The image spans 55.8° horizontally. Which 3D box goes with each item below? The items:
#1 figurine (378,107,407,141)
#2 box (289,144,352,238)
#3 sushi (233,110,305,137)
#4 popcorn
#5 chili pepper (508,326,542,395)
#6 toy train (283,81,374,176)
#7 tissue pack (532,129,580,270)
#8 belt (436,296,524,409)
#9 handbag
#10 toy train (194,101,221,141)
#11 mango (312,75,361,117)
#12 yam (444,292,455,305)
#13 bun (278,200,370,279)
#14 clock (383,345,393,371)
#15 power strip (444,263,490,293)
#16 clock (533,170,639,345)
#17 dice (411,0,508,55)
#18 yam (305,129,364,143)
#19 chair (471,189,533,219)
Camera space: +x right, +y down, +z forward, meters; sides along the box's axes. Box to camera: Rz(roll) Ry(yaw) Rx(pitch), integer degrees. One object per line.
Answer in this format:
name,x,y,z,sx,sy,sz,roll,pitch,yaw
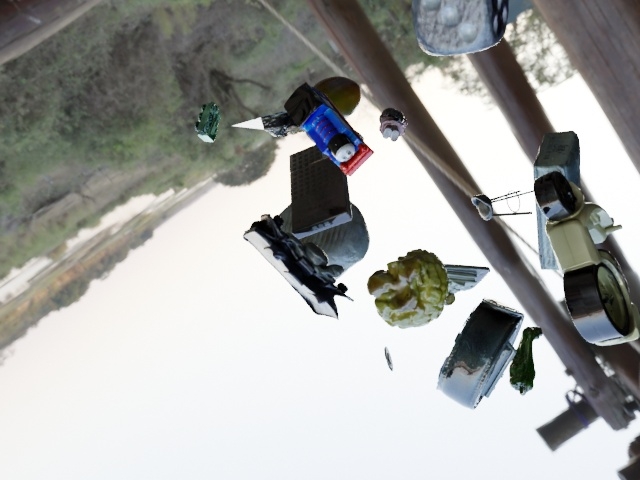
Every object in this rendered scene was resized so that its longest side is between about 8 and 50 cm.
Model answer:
figurine,0.173,-0.273,1.421,0.129,0.072,0.054,-80,-175,-63
box,-0.005,-0.166,1.815,0.181,0.047,0.324,-20,-131,19
sushi,-0.096,-0.291,1.569,0.192,0.050,0.215,-11,-177,21
popcorn,0.256,0.131,1.742,0.237,0.251,0.205,-19,-127,6
chili pepper,0.641,0.375,1.892,0.100,0.074,0.256,-31,-148,52
toy train,0.018,-0.247,1.345,0.083,0.204,0.131,-44,152,17
tissue pack,0.638,-0.106,1.618,0.103,0.315,0.228,1,-149,27
belt,0.336,0.229,1.245,0.206,0.116,0.267,-40,149,-38
handbag,-0.054,0.062,1.616,0.118,0.325,0.269,-47,-169,-10
toy train,-0.245,-0.261,1.328,0.033,0.053,0.083,10,-107,26
mango,0.034,-0.453,1.953,0.289,0.129,0.146,-31,143,-59
yam,0.386,0.197,2.394,0.300,0.066,0.066,14,-136,38
bun,0.000,0.000,2.140,0.362,0.211,0.361,-9,-122,14
clock,0.201,0.345,1.770,0.010,0.074,0.083,-18,176,12
power strip,0.503,0.155,2.249,0.198,0.213,0.064,105,-11,-61
clock,0.590,0.041,1.332,0.120,0.378,0.277,-22,161,39
dice,0.319,-0.532,1.373,0.182,0.183,0.181,8,-146,30
yam,0.065,-0.399,2.381,0.154,0.154,0.254,-38,-130,-11
chair,0.646,-0.126,2.133,0.222,0.095,0.104,-8,-178,-14
